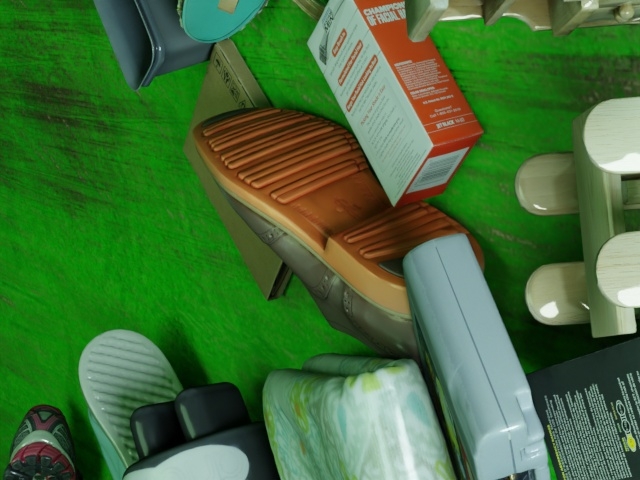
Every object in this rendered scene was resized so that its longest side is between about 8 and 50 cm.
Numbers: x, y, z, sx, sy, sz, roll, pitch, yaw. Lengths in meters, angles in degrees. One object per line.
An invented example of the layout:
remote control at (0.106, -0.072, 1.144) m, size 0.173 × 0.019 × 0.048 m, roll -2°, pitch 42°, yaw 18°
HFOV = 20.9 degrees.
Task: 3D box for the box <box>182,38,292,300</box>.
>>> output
box at (-0.069, -0.067, 1.677) m, size 0.201 × 0.021 × 0.164 m, roll 59°, pitch 148°, yaw 27°

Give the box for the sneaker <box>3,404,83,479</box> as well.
sneaker at (-0.368, 0.349, 2.352) m, size 0.112 × 0.120 × 0.299 m, roll -91°, pitch 10°, yaw -46°

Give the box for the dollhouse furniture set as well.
dollhouse furniture set at (0.147, -0.060, 1.066) m, size 0.212 × 0.161 × 0.242 m, roll 132°, pitch 133°, yaw -83°

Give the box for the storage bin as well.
storage bin at (-0.156, -0.220, 1.687) m, size 0.135 × 0.091 × 0.098 m, roll 67°, pitch 151°, yaw 16°

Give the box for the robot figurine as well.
robot figurine at (-0.095, 0.285, 1.741) m, size 0.209 × 0.173 × 0.278 m, roll -38°, pitch 70°, yaw 63°

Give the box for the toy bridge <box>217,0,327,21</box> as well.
toy bridge at (-0.071, -0.221, 1.475) m, size 0.026 × 0.188 × 0.063 m, roll 116°, pitch 175°, yaw -52°

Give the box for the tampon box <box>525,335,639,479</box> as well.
tampon box at (0.231, 0.105, 1.105) m, size 0.161 × 0.120 × 0.101 m, roll -29°, pitch 76°, yaw 62°

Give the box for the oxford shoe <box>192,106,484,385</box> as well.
oxford shoe at (0.000, 0.000, 1.477) m, size 0.363 × 0.130 × 0.133 m, roll 43°, pitch 145°, yaw 45°

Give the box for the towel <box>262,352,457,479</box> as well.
towel at (0.051, 0.255, 1.441) m, size 0.374 × 0.090 × 0.321 m, roll 168°, pitch 83°, yaw -77°

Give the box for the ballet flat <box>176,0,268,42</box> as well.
ballet flat at (-0.064, -0.272, 1.527) m, size 0.241 × 0.091 × 0.077 m, roll 124°, pitch 156°, yaw -50°

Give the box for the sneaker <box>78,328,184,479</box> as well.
sneaker at (-0.152, 0.274, 1.914) m, size 0.150 × 0.135 × 0.366 m, roll 91°, pitch 156°, yaw -69°

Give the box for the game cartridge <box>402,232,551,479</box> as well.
game cartridge at (0.119, 0.139, 1.265) m, size 0.294 × 0.060 × 0.196 m, roll 75°, pitch -179°, yaw -50°

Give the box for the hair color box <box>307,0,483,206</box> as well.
hair color box at (0.057, -0.123, 1.386) m, size 0.167 × 0.053 × 0.093 m, roll 62°, pitch 150°, yaw 20°
